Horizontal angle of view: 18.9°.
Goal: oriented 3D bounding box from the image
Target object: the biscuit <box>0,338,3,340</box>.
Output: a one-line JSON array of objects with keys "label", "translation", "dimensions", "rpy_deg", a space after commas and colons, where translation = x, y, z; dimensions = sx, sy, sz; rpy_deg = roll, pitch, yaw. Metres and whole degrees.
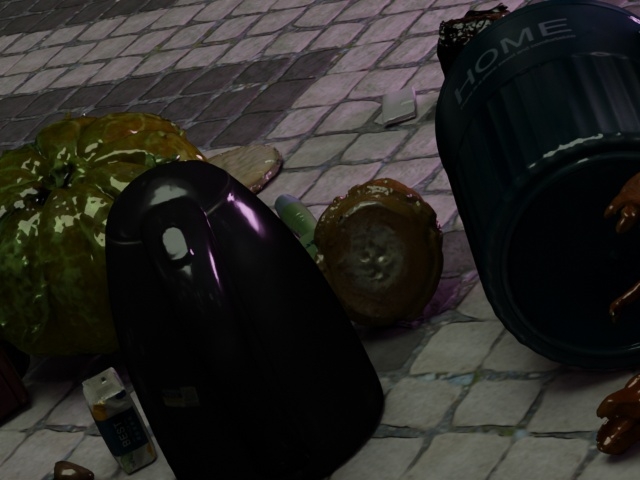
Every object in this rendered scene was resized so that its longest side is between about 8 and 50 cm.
[{"label": "biscuit", "translation": [-0.462, 0.084, 2.274], "dimensions": [0.314, 0.063, 0.367], "rpy_deg": [-29, 25, -3]}]

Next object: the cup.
[{"label": "cup", "translation": [0.264, -0.059, 1.696], "dimensions": [0.307, 0.242, 0.292], "rpy_deg": [-16, 27, 7]}]

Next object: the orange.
[{"label": "orange", "translation": [-0.241, 0.007, 2.034], "dimensions": [0.301, 0.223, 0.300], "rpy_deg": [-29, 35, -10]}]

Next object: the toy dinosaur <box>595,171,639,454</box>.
[{"label": "toy dinosaur", "translation": [0.331, -0.025, 1.490], "dimensions": [0.097, 0.208, 0.432], "rpy_deg": [35, 86, 42]}]

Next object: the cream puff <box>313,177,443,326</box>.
[{"label": "cream puff", "translation": [0.057, 0.010, 1.863], "dimensions": [0.126, 0.144, 0.103], "rpy_deg": [1, 15, 5]}]

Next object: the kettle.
[{"label": "kettle", "translation": [-0.081, 0.073, 1.676], "dimensions": [0.207, 0.290, 0.268], "rpy_deg": [-24, 26, -1]}]

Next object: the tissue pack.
[{"label": "tissue pack", "translation": [-0.191, 0.171, 1.822], "dimensions": [0.042, 0.083, 0.062], "rpy_deg": [-27, 25, -11]}]

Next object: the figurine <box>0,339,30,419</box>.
[{"label": "figurine", "translation": [-0.373, 0.162, 2.035], "dimensions": [0.154, 0.082, 0.098], "rpy_deg": [-33, 6, -20]}]

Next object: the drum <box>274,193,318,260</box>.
[{"label": "drum", "translation": [-0.016, 0.011, 2.027], "dimensions": [0.130, 0.049, 0.253], "rpy_deg": [-34, 26, -22]}]

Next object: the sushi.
[{"label": "sushi", "translation": [0.191, -0.225, 2.268], "dimensions": [0.084, 0.094, 0.098], "rpy_deg": [-3, 16, 32]}]

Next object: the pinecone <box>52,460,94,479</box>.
[{"label": "pinecone", "translation": [-0.224, 0.299, 1.443], "dimensions": [0.224, 0.224, 0.273], "rpy_deg": [0, 65, 42]}]

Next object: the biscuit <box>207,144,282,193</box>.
[{"label": "biscuit", "translation": [-0.116, -0.076, 2.329], "dimensions": [0.152, 0.020, 0.152], "rpy_deg": [-20, 24, 9]}]

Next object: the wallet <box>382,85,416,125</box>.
[{"label": "wallet", "translation": [0.095, -0.162, 2.322], "dimensions": [0.044, 0.011, 0.083], "rpy_deg": [-19, 24, 10]}]
